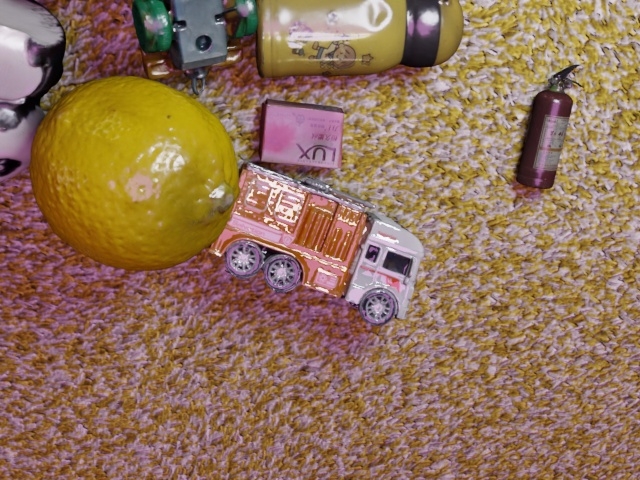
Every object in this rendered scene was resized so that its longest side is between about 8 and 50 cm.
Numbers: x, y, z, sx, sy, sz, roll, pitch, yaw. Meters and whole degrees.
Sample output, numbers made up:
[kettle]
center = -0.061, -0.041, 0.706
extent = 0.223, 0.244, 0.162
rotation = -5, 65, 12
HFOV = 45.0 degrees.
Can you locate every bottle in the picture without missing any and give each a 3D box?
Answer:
[bottle]
center = 0.066, -0.358, 1.298
extent = 0.351, 0.171, 0.172
rotation = 0, 110, -5

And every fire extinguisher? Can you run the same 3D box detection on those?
[fire extinguisher]
center = 0.433, -0.215, 1.440
extent = 0.099, 0.071, 0.231
rotation = -2, 111, -34

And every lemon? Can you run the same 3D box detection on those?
[lemon]
center = -0.299, -0.106, 1.247
extent = 0.336, 0.336, 0.336
rotation = -2, 110, -4

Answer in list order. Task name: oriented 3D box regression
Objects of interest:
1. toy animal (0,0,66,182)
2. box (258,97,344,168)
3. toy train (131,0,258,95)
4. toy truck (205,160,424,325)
[toy animal]
center = -0.556, -0.241, 1.268
extent = 0.251, 0.251, 0.310
rotation = 26, 116, -13
[box]
center = -0.035, -0.193, 1.408
extent = 0.156, 0.060, 0.111
rotation = 4, 111, -5
[toy train]
center = -0.232, -0.447, 1.209
extent = 0.178, 0.249, 0.429
rotation = -17, 125, -20
[toy truck]
center = 0.000, 0.000, 1.421
extent = 0.387, 0.173, 0.207
rotation = 20, 98, -9
